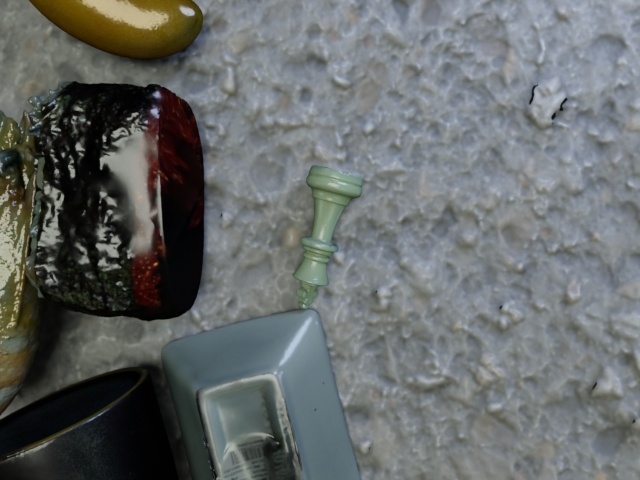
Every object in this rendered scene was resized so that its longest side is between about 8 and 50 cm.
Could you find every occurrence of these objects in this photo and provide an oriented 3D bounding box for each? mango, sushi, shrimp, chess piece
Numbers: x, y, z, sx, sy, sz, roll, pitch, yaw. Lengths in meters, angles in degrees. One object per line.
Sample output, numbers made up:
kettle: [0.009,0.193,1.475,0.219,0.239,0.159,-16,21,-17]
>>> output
mango: [-0.212,-0.243,0.455,0.183,0.085,0.102,26,87,-9]
sushi: [-0.189,-0.032,0.431,0.126,0.136,0.225,2,97,5]
shrimp: [-0.327,0.028,0.442,0.168,0.077,0.318,17,94,33]
chess piece: [0.000,0.000,0.468,0.059,0.059,0.149,14,98,1]

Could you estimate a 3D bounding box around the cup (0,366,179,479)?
cup: [-0.239,0.242,0.451,0.166,0.239,0.177,-23,97,-40]

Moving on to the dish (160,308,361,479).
dish: [-0.062,0.209,0.456,0.181,0.080,0.244,-14,91,1]
